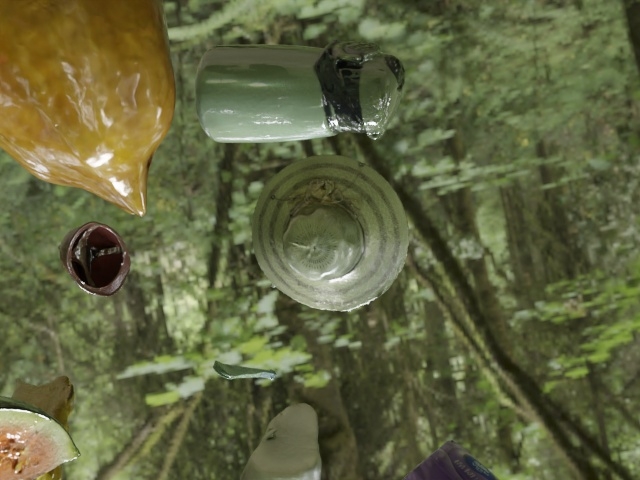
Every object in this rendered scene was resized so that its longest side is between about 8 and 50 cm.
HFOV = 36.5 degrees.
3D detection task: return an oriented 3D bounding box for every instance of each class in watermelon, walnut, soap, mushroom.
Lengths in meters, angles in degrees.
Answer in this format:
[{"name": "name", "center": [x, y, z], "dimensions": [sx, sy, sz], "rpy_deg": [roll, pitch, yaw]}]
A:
[{"name": "watermelon", "center": [-0.411, 0.231, 1.196], "dimensions": [0.192, 0.145, 0.137], "rpy_deg": [-2, -148, 13]}, {"name": "walnut", "center": [-0.220, -0.170, 0.778], "dimensions": [0.208, 0.336, 0.209], "rpy_deg": [-27, -171, 4]}, {"name": "soap", "center": [-0.521, 0.362, 1.574], "dimensions": [0.169, 0.305, 0.339], "rpy_deg": [7, 171, 0]}, {"name": "mushroom", "center": [-0.043, 0.400, 1.306], "dimensions": [0.122, 0.329, 0.159], "rpy_deg": [10, -161, 32]}]

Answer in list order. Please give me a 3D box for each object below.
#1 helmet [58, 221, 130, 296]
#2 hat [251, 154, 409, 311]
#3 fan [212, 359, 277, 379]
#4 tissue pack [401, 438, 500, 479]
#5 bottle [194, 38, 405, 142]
[{"name": "helmet", "center": [-0.311, 0.022, 1.290], "dimensions": [0.057, 0.089, 0.111], "rpy_deg": [8, 147, 38]}, {"name": "hat", "center": [0.000, 0.000, 1.442], "dimensions": [0.251, 0.252, 0.110], "rpy_deg": [-12, -173, 15]}, {"name": "fan", "center": [-0.119, 0.218, 1.592], "dimensions": [0.016, 0.038, 0.193], "rpy_deg": [-53, 155, 7]}, {"name": "tissue pack", "center": [0.266, 0.511, 1.589], "dimensions": [0.242, 0.338, 0.160], "rpy_deg": [-21, 147, -56]}, {"name": "bottle", "center": [-0.028, -0.248, 1.624], "dimensions": [0.346, 0.169, 0.168], "rpy_deg": [1, -178, 18]}]
